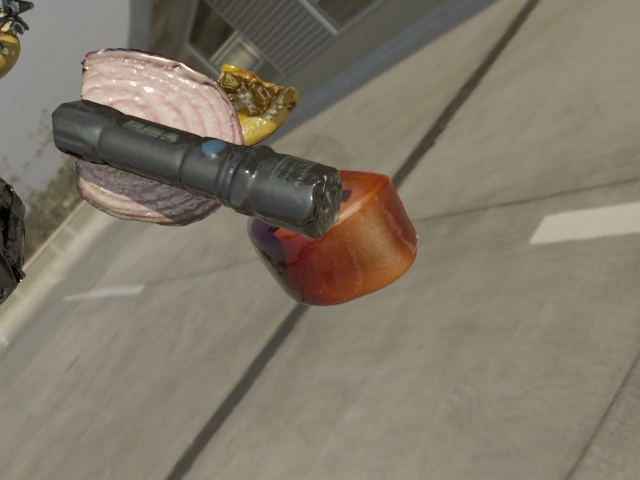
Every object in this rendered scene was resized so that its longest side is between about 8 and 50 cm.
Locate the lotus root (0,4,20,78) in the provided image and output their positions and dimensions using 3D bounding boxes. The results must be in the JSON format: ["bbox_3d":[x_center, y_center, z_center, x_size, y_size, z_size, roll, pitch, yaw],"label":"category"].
[{"bbox_3d":[-0.750,-0.431,1.891,0.221,0.125,0.118,-43,46,22],"label":"lotus root"}]

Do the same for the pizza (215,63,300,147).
[{"bbox_3d":[-0.129,-0.228,1.378,0.182,0.161,0.062,-23,-21,-8],"label":"pizza"}]

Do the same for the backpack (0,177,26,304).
[{"bbox_3d":[-0.593,-0.012,1.473,0.133,0.206,0.258,-16,43,8],"label":"backpack"}]

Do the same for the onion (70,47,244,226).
[{"bbox_3d":[-0.234,-0.154,1.261,0.111,0.248,0.250,-83,2,-77],"label":"onion"}]

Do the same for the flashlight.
[{"bbox_3d":[-0.173,-0.107,1.117,0.103,0.424,0.103,-53,-26,-41],"label":"flashlight"}]

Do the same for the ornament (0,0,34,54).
[{"bbox_3d":[-0.703,-0.517,1.766,0.080,0.202,0.236,-125,43,-74],"label":"ornament"}]

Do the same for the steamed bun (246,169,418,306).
[{"bbox_3d":[0.000,0.000,1.753,0.248,0.235,0.379,-42,28,-27],"label":"steamed bun"}]
